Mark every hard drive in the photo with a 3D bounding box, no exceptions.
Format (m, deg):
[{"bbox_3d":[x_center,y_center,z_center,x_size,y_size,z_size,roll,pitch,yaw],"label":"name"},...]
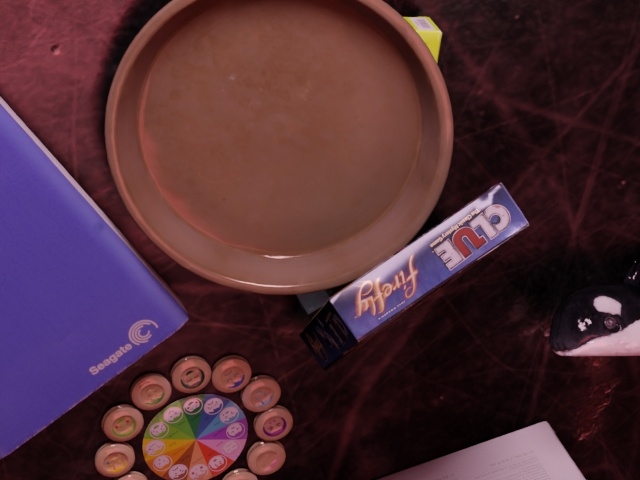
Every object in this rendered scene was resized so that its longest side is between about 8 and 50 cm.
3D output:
[{"bbox_3d":[-0.280,0.019,1.514,0.210,0.040,0.318,-36,125,3],"label":"hard drive"}]

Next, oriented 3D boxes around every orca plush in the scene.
[{"bbox_3d":[0.334,0.054,1.729,0.287,0.151,0.102,1,88,-17],"label":"orca plush"}]

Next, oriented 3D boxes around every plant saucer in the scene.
[{"bbox_3d":[-0.033,-0.088,1.496,0.278,0.041,0.277,0,114,1],"label":"plant saucer"}]

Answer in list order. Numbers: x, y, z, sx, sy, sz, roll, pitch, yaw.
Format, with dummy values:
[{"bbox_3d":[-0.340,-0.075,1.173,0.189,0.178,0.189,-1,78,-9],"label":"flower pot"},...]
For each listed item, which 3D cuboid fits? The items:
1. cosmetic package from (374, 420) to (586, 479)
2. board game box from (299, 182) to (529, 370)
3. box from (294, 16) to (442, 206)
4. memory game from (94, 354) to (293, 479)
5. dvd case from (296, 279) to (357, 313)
[{"bbox_3d":[0.096,0.338,1.698,0.377,0.284,0.097,-18,124,-9],"label":"cosmetic package"},{"bbox_3d":[0.071,0.035,1.535,0.165,0.243,0.042,-34,86,-10],"label":"board game box"},{"bbox_3d":[0.033,-0.097,1.548,0.109,0.042,0.178,0,115,-15],"label":"box"},{"bbox_3d":[-0.113,0.183,1.692,0.186,0.012,0.186,-10,122,-15],"label":"memory game"},{"bbox_3d":[0.000,0.000,1.623,0.087,0.013,0.119,-29,123,-1],"label":"dvd case"}]
